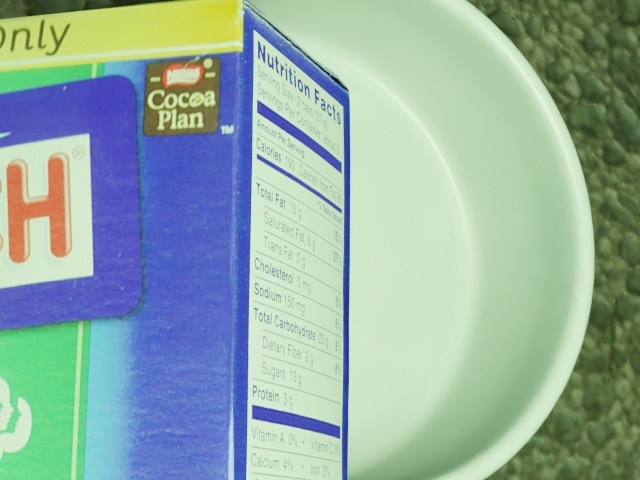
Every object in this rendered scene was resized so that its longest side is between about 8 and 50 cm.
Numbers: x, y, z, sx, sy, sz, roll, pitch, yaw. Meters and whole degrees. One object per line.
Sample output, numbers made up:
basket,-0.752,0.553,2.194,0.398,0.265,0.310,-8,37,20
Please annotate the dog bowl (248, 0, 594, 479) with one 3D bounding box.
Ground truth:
dog bowl,0.000,0.000,0.687,0.265,0.104,0.264,6,77,-27

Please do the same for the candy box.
candy box,-0.132,0.086,0.508,0.122,0.268,0.317,36,52,-68
